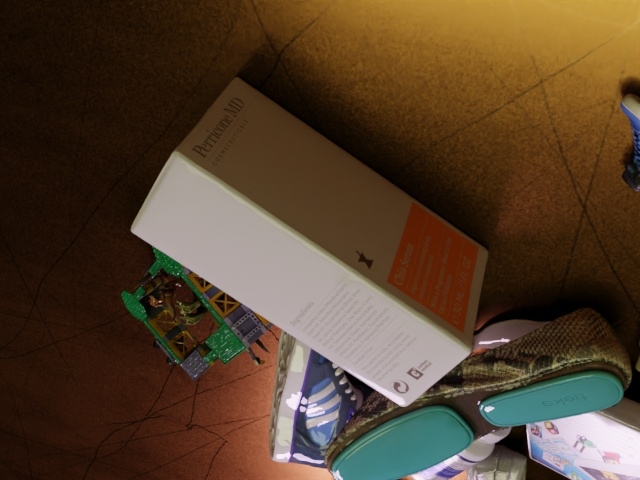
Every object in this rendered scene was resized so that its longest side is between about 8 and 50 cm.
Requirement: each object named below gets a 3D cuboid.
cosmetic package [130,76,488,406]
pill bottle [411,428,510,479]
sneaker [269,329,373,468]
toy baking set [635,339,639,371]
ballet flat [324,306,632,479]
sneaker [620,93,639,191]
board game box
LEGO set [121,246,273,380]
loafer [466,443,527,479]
[{"bbox_3d":[0.000,0.000,1.102,0.453,0.230,0.161,33,129,-8],"label":"cosmetic package"},{"bbox_3d":[0.231,0.334,1.348,0.112,0.112,0.187,36,128,-9],"label":"pill bottle"},{"bbox_3d":[0.044,0.254,1.369,0.236,0.130,0.323,5,112,-11],"label":"sneaker"},{"bbox_3d":[0.533,0.137,1.074,0.197,0.030,0.256,32,126,47],"label":"toy baking set"},{"bbox_3d":[0.226,0.231,1.222,0.483,0.182,0.164,-25,127,18],"label":"ballet flat"},{"bbox_3d":[0.404,-0.108,0.985,0.152,0.058,0.084,38,120,-19],"label":"sneaker"},{"bbox_3d":[0.457,0.323,1.211,0.305,0.053,0.193,21,137,41],"label":"board game box"},{"bbox_3d":[-0.158,0.073,1.273,0.255,0.192,0.331,45,145,7],"label":"LEGO set"},{"bbox_3d":[0.347,0.501,1.434,0.111,0.112,0.319,0,125,30],"label":"loafer"}]
